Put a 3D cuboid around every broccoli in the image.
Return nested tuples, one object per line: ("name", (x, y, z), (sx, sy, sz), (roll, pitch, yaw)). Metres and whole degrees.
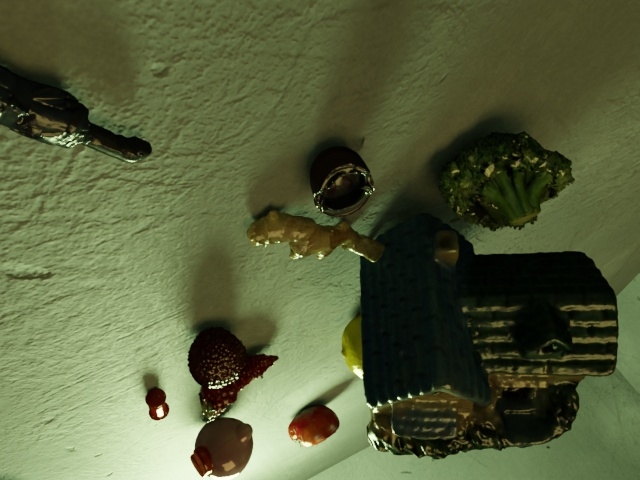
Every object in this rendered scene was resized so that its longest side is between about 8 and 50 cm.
("broccoli", (0.334, -0.106, 0.876), (0.226, 0.176, 0.198), (-20, 147, -43))

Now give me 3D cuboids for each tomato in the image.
("tomato", (-0.031, 0.637, 1.680), (0.173, 0.100, 0.189), (-28, -169, -31))

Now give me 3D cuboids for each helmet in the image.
("helmet", (0.028, -0.096, 0.733), (0.098, 0.071, 0.123), (-22, 154, -2))

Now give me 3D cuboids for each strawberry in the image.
("strawberry", (-0.209, 0.329, 1.134), (0.208, 0.087, 0.167), (-41, 178, -34))

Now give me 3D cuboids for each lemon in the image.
("lemon", (0.150, 0.271, 1.237), (0.202, 0.179, 0.178), (-12, 144, -19))

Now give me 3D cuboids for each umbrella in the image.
("umbrella", (-0.274, -0.122, 0.455), (0.071, 0.071, 0.248), (-41, 145, 16))

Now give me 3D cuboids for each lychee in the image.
("lychee", (-0.208, 0.236, 0.957), (0.123, 0.123, 0.129), (-14, 136, -25))

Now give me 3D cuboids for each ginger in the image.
("ginger", (0.000, 0.000, 0.842), (0.287, 0.075, 0.089), (11, 107, -41))

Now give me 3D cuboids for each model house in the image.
("model house", (0.296, 0.186, 0.914), (0.444, 0.396, 0.400), (0, 147, 6))

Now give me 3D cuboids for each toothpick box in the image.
("toothpick box", (-0.369, 0.370, 1.074), (0.047, 0.047, 0.083), (-15, 144, -23))

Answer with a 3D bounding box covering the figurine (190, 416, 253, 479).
("figurine", (-0.270, 0.580, 1.333), (0.173, 0.173, 0.173), (-21, 147, -15))
